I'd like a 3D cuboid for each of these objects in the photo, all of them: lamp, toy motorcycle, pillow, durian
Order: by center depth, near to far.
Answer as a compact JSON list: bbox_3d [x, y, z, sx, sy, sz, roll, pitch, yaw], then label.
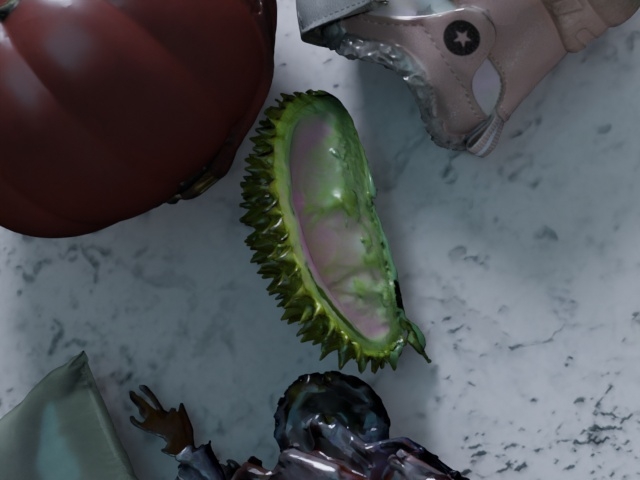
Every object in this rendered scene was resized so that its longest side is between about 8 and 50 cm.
[{"bbox_3d":[0.003,0.205,1.310,0.401,0.134,0.207,36,88,19],"label":"toy motorcycle"},{"bbox_3d":[-0.008,0.004,1.346,0.095,0.137,0.220,-33,76,43],"label":"durian"},{"bbox_3d":[-0.172,-0.143,1.349,0.303,0.257,0.303,-32,36,26],"label":"lamp"},{"bbox_3d":[-0.167,0.225,1.390,0.144,0.078,0.254,-37,72,13],"label":"pillow"}]

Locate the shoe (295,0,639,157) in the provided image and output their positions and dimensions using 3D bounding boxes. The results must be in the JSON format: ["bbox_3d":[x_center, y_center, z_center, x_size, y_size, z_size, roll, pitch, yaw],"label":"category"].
[{"bbox_3d":[0.049,-0.222,1.337,0.351,0.172,0.198,42,99,21],"label":"shoe"}]
